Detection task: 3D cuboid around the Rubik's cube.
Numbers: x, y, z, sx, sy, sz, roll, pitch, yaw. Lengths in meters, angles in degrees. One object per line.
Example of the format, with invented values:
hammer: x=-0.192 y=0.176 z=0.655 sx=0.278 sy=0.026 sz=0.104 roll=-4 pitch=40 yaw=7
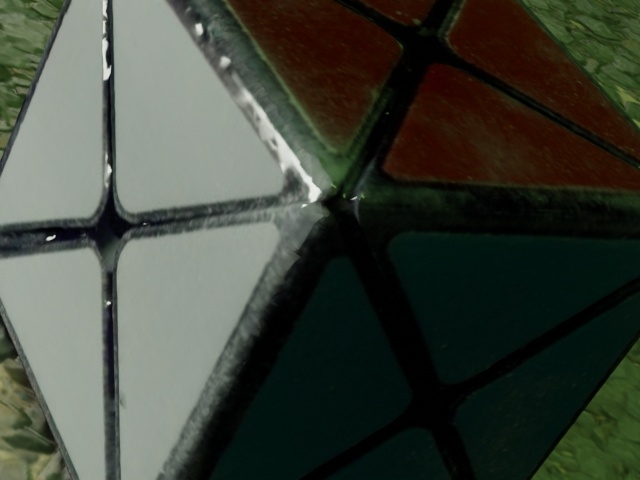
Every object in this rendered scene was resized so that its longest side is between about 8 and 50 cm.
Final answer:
Rubik's cube: x=0.000 y=0.000 z=0.749 sx=0.259 sy=0.260 sz=0.255 roll=1 pitch=43 yaw=-35
